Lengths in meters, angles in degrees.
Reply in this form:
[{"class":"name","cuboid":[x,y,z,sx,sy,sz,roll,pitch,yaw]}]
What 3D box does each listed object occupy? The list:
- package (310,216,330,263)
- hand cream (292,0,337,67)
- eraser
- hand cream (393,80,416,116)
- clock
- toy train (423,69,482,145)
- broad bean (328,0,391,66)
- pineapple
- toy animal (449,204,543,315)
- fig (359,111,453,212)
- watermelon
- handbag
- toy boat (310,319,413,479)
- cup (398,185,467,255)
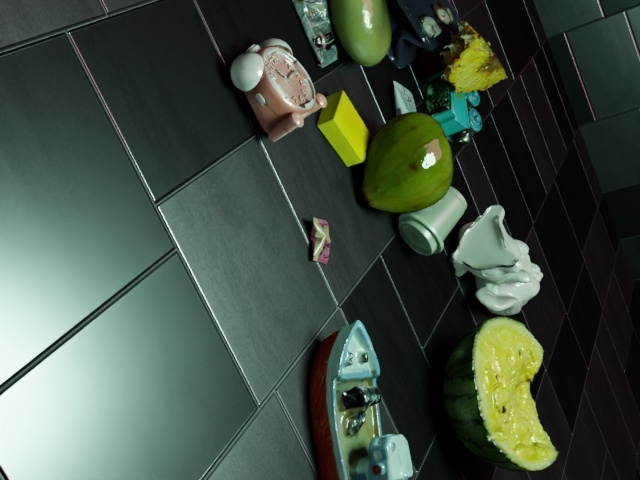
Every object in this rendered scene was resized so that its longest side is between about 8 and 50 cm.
[{"class":"package","cuboid":[0.000,0.000,1.559,0.059,0.029,0.083,15,74,-63]},{"class":"hand cream","cuboid":[-0.024,-0.479,1.733,0.075,0.052,0.247,-29,108,-35]},{"class":"eraser","cuboid":[0.050,-0.227,1.726,0.122,0.045,0.097,52,37,-33]},{"class":"hand cream","cuboid":[0.219,-0.215,1.979,0.085,0.058,0.331,16,64,-50]},{"class":"clock","cuboid":[-0.084,-0.270,1.500,0.162,0.093,0.166,57,34,-11]},{"class":"toy train","cuboid":[0.341,-0.345,2.197,0.154,0.107,0.197,23,57,-43]},{"class":"broad bean","cuboid":[0.080,-0.514,1.816,0.238,0.119,0.291,53,27,-68]},{"class":"pineapple","cuboid":[0.347,-0.461,2.105,0.164,0.140,0.250,57,16,18]},{"class":"toy animal","cuboid":[0.436,0.078,2.093,0.289,0.174,0.249,57,23,-23]},{"class":"fig","cuboid":[0.167,-0.154,1.770,0.225,0.203,0.203,-31,107,-17]},{"class":"watermelon","cuboid":[0.368,0.346,1.845,0.331,0.189,0.330,23,52,-33]},{"class":"handbag","cuboid":[0.213,-0.621,2.101,0.329,0.122,0.303,64,33,-14]},{"class":"toy boat","cuboid":[0.072,0.303,1.435,0.145,0.133,0.331,10,68,-55]},{"class":"cup","cuboid":[0.251,-0.048,1.858,0.141,0.120,0.120,-43,118,-18]}]
